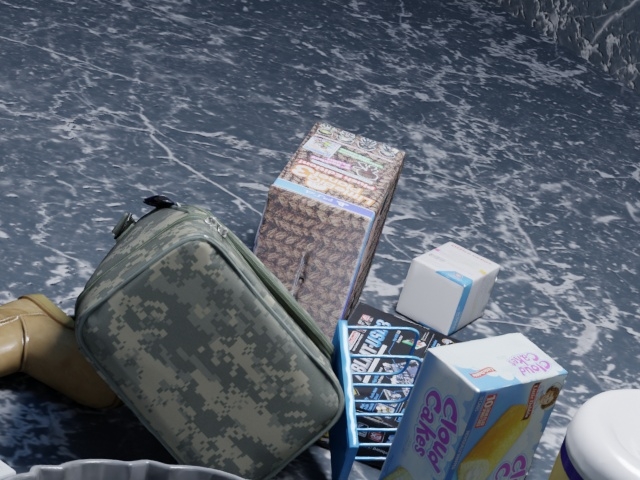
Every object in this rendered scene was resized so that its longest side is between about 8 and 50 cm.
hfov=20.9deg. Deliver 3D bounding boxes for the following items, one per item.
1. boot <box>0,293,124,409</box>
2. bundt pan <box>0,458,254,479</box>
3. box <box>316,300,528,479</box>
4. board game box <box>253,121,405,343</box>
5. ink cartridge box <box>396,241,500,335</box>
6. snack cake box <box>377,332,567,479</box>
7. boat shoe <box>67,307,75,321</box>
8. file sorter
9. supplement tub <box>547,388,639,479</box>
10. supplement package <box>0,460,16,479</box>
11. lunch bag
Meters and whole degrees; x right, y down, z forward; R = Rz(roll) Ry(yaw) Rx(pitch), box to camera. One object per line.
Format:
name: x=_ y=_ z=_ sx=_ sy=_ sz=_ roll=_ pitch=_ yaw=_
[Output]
boot: x=-0.389 y=0.150 z=2.011 sx=0.269 sy=0.089 sz=0.236 roll=-10 pitch=28 yaw=-45
bundt pan: x=-0.149 y=0.309 z=1.606 sx=0.330 sy=0.124 sz=0.331 roll=9 pitch=8 yaw=-1
box: x=0.141 y=0.210 z=2.237 sx=0.293 sy=0.073 sz=0.295 roll=19 pitch=24 yaw=8
board game box: x=0.000 y=0.000 z=2.412 sx=0.141 sy=0.232 sz=0.291 roll=19 pitch=24 yaw=5
ink cartridge box: x=0.193 y=0.069 z=2.567 sx=0.092 sy=0.090 sz=0.143 roll=28 pitch=24 yaw=23
snack cake box: x=0.156 y=0.241 z=1.929 sx=0.152 sy=0.264 sz=0.089 roll=-5 pitch=34 yaw=-41
boat shoe: x=-0.241 y=0.123 z=2.193 sx=0.184 sy=0.066 sz=0.063 roll=29 pitch=40 yaw=22
file sorter: x=0.067 y=0.197 z=2.044 sx=0.104 sy=0.118 sz=0.170 roll=2 pitch=55 yaw=-9
supplement tub: x=0.315 y=0.342 z=1.725 sx=0.241 sy=0.331 sz=0.241 roll=14 pitch=23 yaw=-6
supplement package: x=-0.428 y=0.272 z=1.624 sx=0.134 sy=0.139 sz=0.244 roll=28 pitch=25 yaw=33
lunch bag: x=-0.132 y=0.109 z=2.003 sx=0.305 sy=0.212 sz=0.256 roll=49 pitch=2 yaw=-13
